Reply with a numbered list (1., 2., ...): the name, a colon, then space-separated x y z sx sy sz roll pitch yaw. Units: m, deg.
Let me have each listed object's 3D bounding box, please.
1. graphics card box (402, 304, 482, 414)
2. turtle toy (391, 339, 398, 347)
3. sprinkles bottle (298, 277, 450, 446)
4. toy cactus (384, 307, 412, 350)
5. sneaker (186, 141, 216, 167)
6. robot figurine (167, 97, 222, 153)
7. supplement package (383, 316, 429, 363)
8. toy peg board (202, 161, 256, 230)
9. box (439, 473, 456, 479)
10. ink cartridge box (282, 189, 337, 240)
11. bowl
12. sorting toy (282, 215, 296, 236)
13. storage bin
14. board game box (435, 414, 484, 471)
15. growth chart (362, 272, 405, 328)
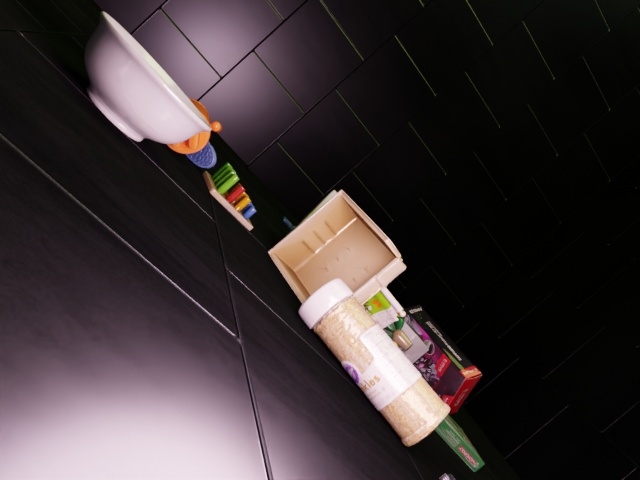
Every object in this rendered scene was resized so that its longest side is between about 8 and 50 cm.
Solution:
1. graphics card box: 0.420 0.454 2.023 0.094 0.232 0.371 -7 42 -32
2. turtle toy: 0.180 0.332 1.513 0.130 0.095 0.066 43 27 -54
3. sprinkles bottle: 0.107 0.246 1.098 0.355 0.121 0.121 49 3 15
4. toy cactus: 0.235 0.311 1.823 0.180 0.112 0.219 44 36 23
5. sneaker: -0.373 -0.294 1.554 0.232 0.081 0.090 49 8 15
6. robot figurine: -0.355 -0.306 1.406 0.128 0.158 0.219 59 3 -29
7. supplement package: 0.262 0.345 1.978 0.134 0.139 0.244 49 0 -43
8. toy peg board: -0.236 -0.133 1.470 0.160 0.079 0.161 46 4 -31
9. box: 0.285 0.524 1.093 0.083 0.018 0.067 50 4 35
10. ink cartridge box: 0.000 0.000 1.710 0.175 0.069 0.371 48 46 -7
11. bowl: -0.370 -0.296 1.070 0.298 0.134 0.298 48 2 -2
12. sorting toy: -0.054 0.046 2.205 0.347 0.047 0.196 47 8 -26
13. storage bin: 0.042 0.050 1.374 0.123 0.262 0.260 49 2 -45
14. board game box: 0.370 0.557 1.675 0.317 0.046 0.213 48 2 -8
15. growth chart: 0.121 0.193 1.459 0.172 0.237 0.021 44 42 0
